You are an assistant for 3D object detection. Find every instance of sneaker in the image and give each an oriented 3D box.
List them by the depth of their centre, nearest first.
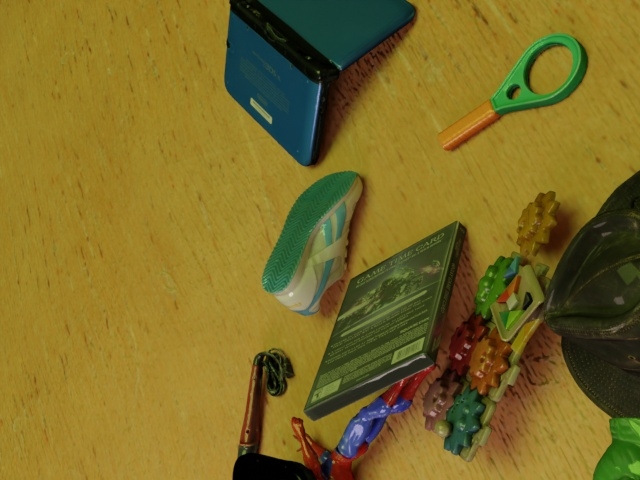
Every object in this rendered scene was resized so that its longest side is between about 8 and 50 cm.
[{"bbox_3d":[0.000,0.000,1.612,0.087,0.092,0.228,8,61,47],"label":"sneaker"}]

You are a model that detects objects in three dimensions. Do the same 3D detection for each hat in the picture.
[{"bbox_3d":[0.328,0.058,1.184,0.331,0.134,0.331,-16,72,60],"label":"hat"}]

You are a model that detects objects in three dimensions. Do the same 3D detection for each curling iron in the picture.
[{"bbox_3d":[-0.096,0.291,1.630,0.068,0.035,0.273,6,80,45],"label":"curling iron"}]

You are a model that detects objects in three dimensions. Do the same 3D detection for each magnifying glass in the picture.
[{"bbox_3d":[0.252,-0.192,1.480,0.231,0.026,0.092,-35,54,31],"label":"magnifying glass"}]

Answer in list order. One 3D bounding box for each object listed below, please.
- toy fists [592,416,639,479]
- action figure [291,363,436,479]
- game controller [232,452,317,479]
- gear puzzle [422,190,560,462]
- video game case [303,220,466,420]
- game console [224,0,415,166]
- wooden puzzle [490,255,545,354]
[{"bbox_3d":[0.392,0.241,1.022,0.279,0.096,0.142,0,77,18],"label":"toy fists"},{"bbox_3d":[0.024,0.240,1.475,0.139,0.091,0.280,39,110,28],"label":"action figure"},{"bbox_3d":[-0.052,0.439,1.455,0.167,0.067,0.319,-1,95,42],"label":"game controller"},{"bbox_3d":[0.210,0.093,1.352,0.338,0.044,0.175,-66,15,4],"label":"gear puzzle"},{"bbox_3d":[0.087,0.099,1.428,0.196,0.026,0.274,-31,21,32],"label":"video game case"},{"bbox_3d":[-0.011,-0.299,1.765,0.293,0.173,0.250,47,140,43],"label":"game console"},{"bbox_3d":[0.225,0.072,1.277,0.078,0.014,0.116,-55,25,21],"label":"wooden puzzle"}]
